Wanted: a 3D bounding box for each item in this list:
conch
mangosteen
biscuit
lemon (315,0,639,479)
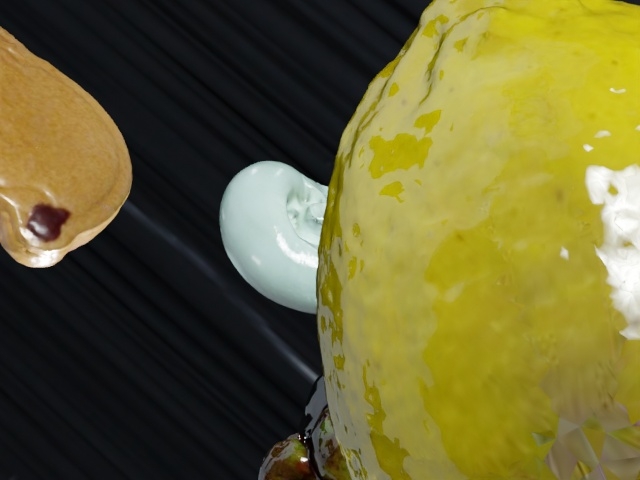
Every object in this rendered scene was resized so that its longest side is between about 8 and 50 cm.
[{"bbox_3d":[-0.003,0.002,1.371,0.185,0.221,0.121,-44,163,-41],"label":"conch"},{"bbox_3d":[0.061,0.259,1.390,0.287,0.233,0.287,-48,-175,6],"label":"mangosteen"},{"bbox_3d":[-0.456,-0.162,1.706,0.078,0.455,0.349,-50,-158,36],"label":"biscuit"},{"bbox_3d":[0.128,0.040,0.622,0.286,0.316,0.285,-9,153,-5],"label":"lemon"}]
